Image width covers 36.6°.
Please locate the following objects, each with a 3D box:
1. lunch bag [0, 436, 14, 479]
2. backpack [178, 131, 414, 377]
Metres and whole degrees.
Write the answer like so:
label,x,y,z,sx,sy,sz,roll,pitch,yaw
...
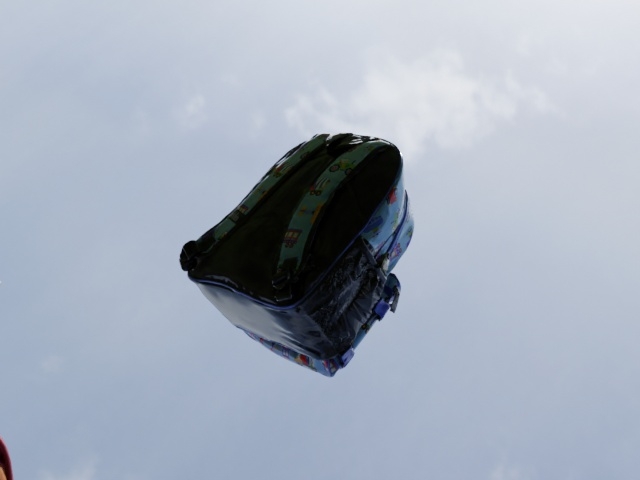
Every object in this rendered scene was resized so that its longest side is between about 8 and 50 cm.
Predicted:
label,x,y,z,sx,sy,sz,roll,pitch,yaw
lunch bag,-0.315,0.252,0.585,0.120,0.293,0.258,10,-165,44
backpack,0.000,0.000,0.773,0.158,0.117,0.173,13,-122,47
